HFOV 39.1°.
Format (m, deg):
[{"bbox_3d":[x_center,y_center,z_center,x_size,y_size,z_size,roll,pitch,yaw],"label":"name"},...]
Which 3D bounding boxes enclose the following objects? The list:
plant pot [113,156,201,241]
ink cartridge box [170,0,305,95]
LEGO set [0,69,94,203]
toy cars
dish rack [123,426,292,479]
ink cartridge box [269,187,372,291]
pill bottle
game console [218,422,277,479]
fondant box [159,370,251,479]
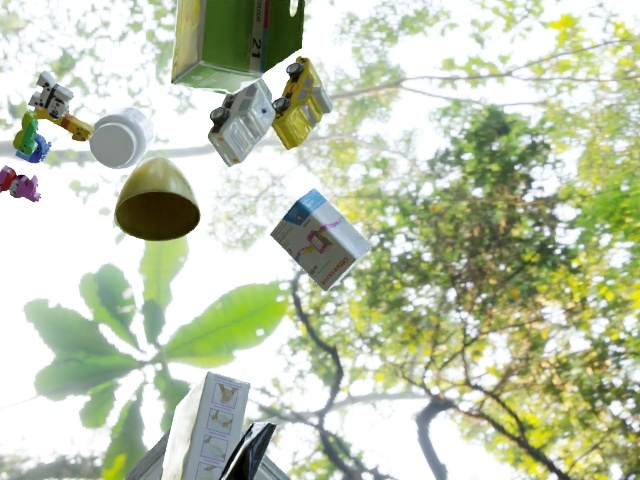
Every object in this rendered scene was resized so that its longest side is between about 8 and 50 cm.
[{"bbox_3d":[-0.257,-0.075,1.422,0.134,0.134,0.095,-44,-138,42],"label":"plant pot"},{"bbox_3d":[-0.106,-0.308,1.150,0.255,0.097,0.188,171,-76,-66],"label":"ink cartridge box"},{"bbox_3d":[-0.407,-0.155,1.374,0.093,0.087,0.227,28,-58,-10],"label":"LEGO set"},{"bbox_3d":[-0.072,-0.245,1.647,0.087,0.394,0.176,-1,-77,28],"label":"toy cars"},{"bbox_3d":[-0.240,0.564,2.013,0.333,0.285,0.072,46,-10,-9],"label":"dish rack"},{"bbox_3d":[0.000,0.000,1.302,0.122,0.052,0.088,44,-49,4],"label":"ink cartridge box"},{"bbox_3d":[-0.437,-0.221,1.970,0.221,0.124,0.124,-107,-160,-74],"label":"pill bottle"},{"bbox_3d":[-0.182,0.453,1.434,0.044,0.213,0.361,31,-63,-1],"label":"game console"},{"bbox_3d":[-0.236,0.442,1.701,0.238,0.096,0.330,131,-27,-55],"label":"fondant box"}]
